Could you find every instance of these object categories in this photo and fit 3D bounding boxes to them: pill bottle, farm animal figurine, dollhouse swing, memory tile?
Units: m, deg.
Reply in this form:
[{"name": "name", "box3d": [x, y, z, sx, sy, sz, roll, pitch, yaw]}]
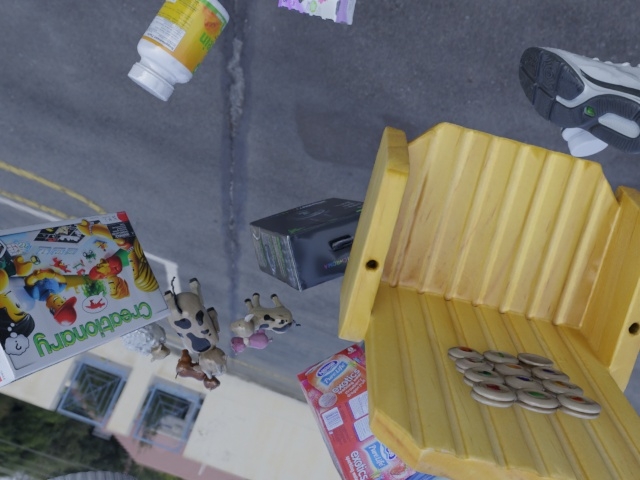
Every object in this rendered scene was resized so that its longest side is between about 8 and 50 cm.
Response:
[{"name": "pill bottle", "box3d": [0.730, -0.351, 1.638, 0.119, 0.209, 0.119, -7, 161, -2]}, {"name": "farm animal figurine", "box3d": [-0.252, 0.225, 1.387, 0.327, 0.330, 0.172, 46, -172, -32]}, {"name": "dollhouse swing", "box3d": [0.217, 0.049, 0.624, 0.346, 0.315, 0.305, 14, -171, -3]}, {"name": "pill bottle", "box3d": [-0.329, -0.449, 1.329, 0.136, 0.246, 0.136, 33, 178, 1]}, {"name": "memory tile", "box3d": [0.187, 0.130, 0.554, 0.113, 0.012, 0.148, 8, -174, 1]}]

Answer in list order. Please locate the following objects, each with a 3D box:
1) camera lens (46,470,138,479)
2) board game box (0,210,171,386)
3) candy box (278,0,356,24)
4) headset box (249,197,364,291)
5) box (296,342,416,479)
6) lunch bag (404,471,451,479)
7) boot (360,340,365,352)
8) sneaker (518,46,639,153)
[{"name": "camera lens", "box3d": [-0.328, 0.489, 0.786, 0.219, 0.274, 0.219, -13, 138, -11]}, {"name": "board game box", "box3d": [-0.366, 0.068, 0.847, 0.053, 0.193, 0.305, -26, 178, 25]}, {"name": "candy box", "box3d": [0.001, -0.629, 1.407, 0.196, 0.165, 0.070, 29, -152, 33]}, {"name": "headset box", "box3d": [0.000, 0.000, 1.360, 0.283, 0.246, 0.131, 19, 124, 65]}, {"name": "box", "box3d": [0.067, 0.332, 1.039, 0.122, 0.128, 0.257, 45, 158, 60]}, {"name": "lunch bag", "box3d": [0.135, 0.306, 0.597, 0.219, 0.176, 0.090, 22, -162, -46]}, {"name": "boot", "box3d": [0.179, 0.194, 1.456, 0.083, 0.161, 0.247, 34, 136, 6]}, {"name": "sneaker", "box3d": [0.722, -0.379, 1.450, 0.447, 0.257, 0.169, 52, 156, 42]}]
